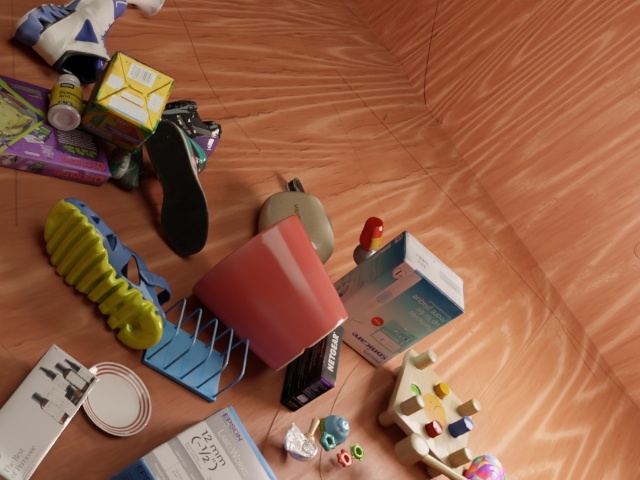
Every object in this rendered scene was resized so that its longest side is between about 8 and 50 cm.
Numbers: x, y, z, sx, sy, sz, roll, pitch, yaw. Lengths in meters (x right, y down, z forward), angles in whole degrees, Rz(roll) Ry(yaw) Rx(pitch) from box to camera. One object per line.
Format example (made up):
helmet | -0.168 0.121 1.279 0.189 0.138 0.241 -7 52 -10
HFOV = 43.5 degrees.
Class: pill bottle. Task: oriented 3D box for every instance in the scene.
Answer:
pill bottle | -0.522 -0.286 1.649 0.065 0.065 0.116 27 38 -36

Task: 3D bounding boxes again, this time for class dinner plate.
dinner plate | -0.361 0.280 1.409 0.141 0.017 0.141 35 34 -28

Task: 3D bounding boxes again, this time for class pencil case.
pencil case | 0.388 0.622 1.972 0.104 0.104 0.236 53 30 1

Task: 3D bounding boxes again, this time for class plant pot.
plant pot | -0.089 0.120 1.678 0.243 0.275 0.275 54 31 4

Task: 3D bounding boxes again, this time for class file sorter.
file sorter | -0.238 0.209 1.561 0.170 0.104 0.118 36 34 -24

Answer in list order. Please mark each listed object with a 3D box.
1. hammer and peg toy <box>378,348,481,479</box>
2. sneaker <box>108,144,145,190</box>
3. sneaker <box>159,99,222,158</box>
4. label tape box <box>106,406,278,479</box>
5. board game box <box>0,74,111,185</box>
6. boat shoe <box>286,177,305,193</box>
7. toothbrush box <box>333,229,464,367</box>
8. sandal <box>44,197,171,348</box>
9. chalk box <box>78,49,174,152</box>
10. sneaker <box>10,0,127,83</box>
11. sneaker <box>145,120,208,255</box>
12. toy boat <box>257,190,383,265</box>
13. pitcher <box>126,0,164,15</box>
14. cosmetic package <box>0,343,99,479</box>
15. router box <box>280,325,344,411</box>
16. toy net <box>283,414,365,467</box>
hammer and peg toy | 0.265 0.459 1.950 0.266 0.127 0.361 47 31 -12
sneaker | -0.418 -0.172 1.776 0.076 0.065 0.166 53 30 -32
sneaker | -0.357 -0.292 1.878 0.283 0.124 0.107 30 7 -39
label tape box | -0.167 0.437 1.412 0.249 0.115 0.348 57 33 8
board game box | -0.596 -0.231 1.601 0.347 0.056 0.208 12 45 -47
boat shoe | -0.054 -0.115 2.206 0.046 0.038 0.125 7 52 -50
toothbrush box | 0.174 0.150 1.985 0.216 0.295 0.126 41 33 -20
sandal | -0.392 0.053 1.516 0.317 0.126 0.138 56 26 -10
chalk box | -0.414 -0.277 1.674 0.132 0.213 0.132 25 69 -21
sneaker | -0.542 -0.457 1.848 0.182 0.127 0.315 52 37 -8
sneaker | -0.311 -0.120 1.799 0.178 0.124 0.295 -81 160 -83
toy boat | 0.000 0.000 2.015 0.318 0.148 0.267 5 42 -9
pitcher | -0.532 -0.693 2.112 0.178 0.125 0.207 43 14 26
cosmetic package | -0.447 0.275 1.244 0.099 0.060 0.239 39 35 -11
router box | -0.017 0.272 1.761 0.046 0.133 0.179 40 33 -20
toy net | -0.003 0.436 1.702 0.232 0.045 0.122 2 58 -50
